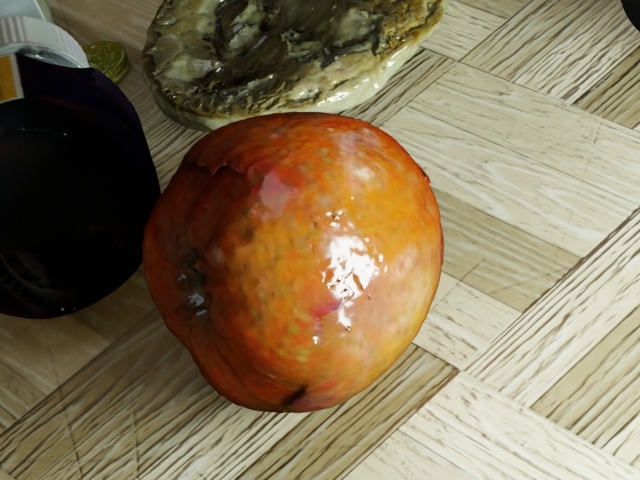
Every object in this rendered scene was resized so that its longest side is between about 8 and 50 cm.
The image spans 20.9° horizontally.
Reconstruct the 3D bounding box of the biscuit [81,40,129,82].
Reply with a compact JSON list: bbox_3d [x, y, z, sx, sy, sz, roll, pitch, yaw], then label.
[{"bbox_3d":[-0.271,-0.209,2.097,0.084,0.023,0.084,-12,40,10],"label":"biscuit"}]

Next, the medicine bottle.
[{"bbox_3d":[-0.296,-0.097,1.826,0.242,0.242,0.395,-20,27,2],"label":"medicine bottle"}]

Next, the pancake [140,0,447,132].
[{"bbox_3d":[-0.026,-0.238,1.970,0.387,0.082,0.387,-15,35,11],"label":"pancake"}]

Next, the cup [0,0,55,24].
[{"bbox_3d":[-0.522,-0.306,2.186,0.327,0.237,0.323,-22,9,-1],"label":"cup"}]

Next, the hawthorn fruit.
[{"bbox_3d":[0.000,0.000,1.560,0.307,0.276,0.276,-31,37,-33],"label":"hawthorn fruit"}]

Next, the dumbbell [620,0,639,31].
[{"bbox_3d":[0.349,-0.334,1.814,0.204,0.204,0.322,-28,39,-8],"label":"dumbbell"}]
